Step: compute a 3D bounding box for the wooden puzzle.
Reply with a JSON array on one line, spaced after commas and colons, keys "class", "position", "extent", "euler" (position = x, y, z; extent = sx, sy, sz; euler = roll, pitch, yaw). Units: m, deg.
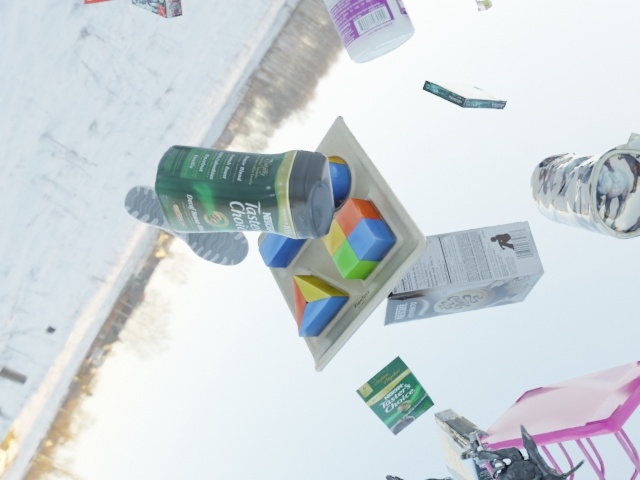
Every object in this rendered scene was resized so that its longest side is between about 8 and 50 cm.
[{"class": "wooden puzzle", "position": [0.000, 0.000, 1.099], "extent": [0.322, 0.080, 0.348], "euler": [-54, -135, 32]}]

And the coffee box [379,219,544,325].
[{"class": "coffee box", "position": [0.261, 0.068, 1.252], "extent": [0.168, 0.297, 0.119], "euler": [83, -3, -65]}]

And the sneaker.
[{"class": "sneaker", "position": [-0.276, -0.046, 1.368], "extent": [0.105, 0.281, 0.115], "euler": [-57, -169, 8]}]

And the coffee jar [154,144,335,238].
[{"class": "coffee jar", "position": [-0.077, -0.052, 0.686], "extent": [0.096, 0.184, 0.079], "euler": [80, 18, -47]}]

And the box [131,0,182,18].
[{"class": "box", "position": [-0.224, -0.373, 0.836], "extent": [0.027, 0.094, 0.137], "euler": [-28, 134, -35]}]

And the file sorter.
[{"class": "file sorter", "position": [0.439, 0.341, 1.028], "extent": [0.202, 0.182, 0.290], "euler": [-27, 173, -38]}]

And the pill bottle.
[{"class": "pill bottle", "position": [0.088, -0.586, 1.486], "extent": [0.169, 0.302, 0.169], "euler": [-24, -178, 1]}]

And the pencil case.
[{"class": "pencil case", "position": [0.559, -0.110, 1.299], "extent": [0.410, 0.159, 0.184], "euler": [-70, -178, -84]}]

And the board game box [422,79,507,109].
[{"class": "board game box", "position": [0.349, -0.349, 1.526], "extent": [0.126, 0.186, 0.026], "euler": [36, -59, 35]}]

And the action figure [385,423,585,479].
[{"class": "action figure", "position": [0.233, 0.348, 0.879], "extent": [0.275, 0.164, 0.141], "euler": [-18, 167, 19]}]

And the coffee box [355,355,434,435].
[{"class": "coffee box", "position": [0.153, 0.316, 1.276], "extent": [0.113, 0.184, 0.040], "euler": [-37, -134, -4]}]

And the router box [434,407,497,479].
[{"class": "router box", "position": [0.290, 0.423, 1.258], "extent": [0.046, 0.133, 0.179], "euler": [-15, -177, -10]}]

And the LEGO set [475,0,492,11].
[{"class": "LEGO set", "position": [0.406, -0.648, 1.571], "extent": [0.132, 0.107, 0.287], "euler": [-34, -163, 29]}]

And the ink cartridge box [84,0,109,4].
[{"class": "ink cartridge box", "position": [-0.495, -0.745, 1.619], "extent": [0.060, 0.238, 0.275], "euler": [75, 9, -73]}]
